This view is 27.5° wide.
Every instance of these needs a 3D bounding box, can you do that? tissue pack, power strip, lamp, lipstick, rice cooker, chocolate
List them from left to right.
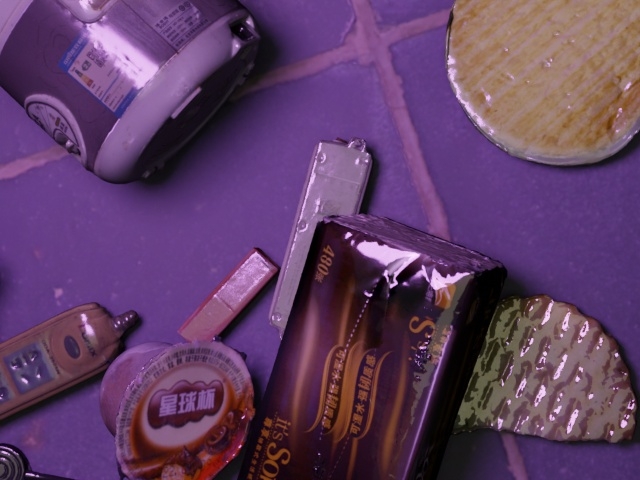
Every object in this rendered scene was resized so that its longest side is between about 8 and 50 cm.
[{"bbox_3d":[-0.405,0.179,1.667,0.387,0.066,0.092,-26,90,4],"label":"power strip"},{"bbox_3d":[-0.263,0.326,1.632,0.371,0.108,0.130,22,95,4],"label":"lamp"},{"bbox_3d":[-0.244,-0.237,1.545,0.277,0.288,0.288,43,93,1],"label":"rice cooker"},{"bbox_3d":[-0.195,0.205,1.609,0.221,0.147,0.221,-8,104,-35],"label":"chocolate"},{"bbox_3d":[-0.115,0.075,1.653,0.045,0.045,0.145,43,94,2],"label":"lipstick"},{"bbox_3d":[0.001,0.000,1.641,0.078,0.052,0.272,15,92,4],"label":"power strip"},{"bbox_3d":[0.060,0.170,1.542,0.210,0.198,0.370,19,99,16],"label":"tissue pack"}]

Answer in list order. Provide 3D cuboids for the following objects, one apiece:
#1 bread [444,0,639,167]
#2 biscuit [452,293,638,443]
[{"bbox_3d":[0.295,-0.240,1.620,0.301,0.045,0.301,0,88,4],"label":"bread"},{"bbox_3d":[0.259,0.159,1.627,0.273,0.036,0.187,5,91,5],"label":"biscuit"}]
